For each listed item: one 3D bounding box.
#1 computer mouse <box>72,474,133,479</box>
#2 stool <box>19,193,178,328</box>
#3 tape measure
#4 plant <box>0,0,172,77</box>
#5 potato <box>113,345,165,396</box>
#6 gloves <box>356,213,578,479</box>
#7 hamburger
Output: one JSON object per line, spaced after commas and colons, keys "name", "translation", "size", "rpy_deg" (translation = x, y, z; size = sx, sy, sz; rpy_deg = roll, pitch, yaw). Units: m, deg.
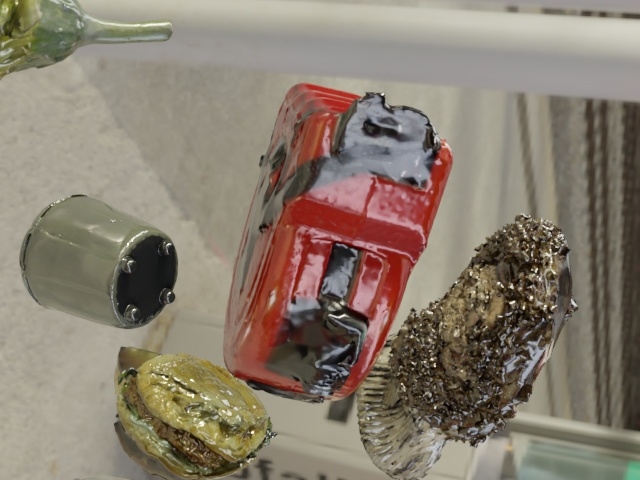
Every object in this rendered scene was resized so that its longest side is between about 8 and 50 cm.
{"name": "computer mouse", "translation": [-0.167, 0.358, 1.238], "size": [0.072, 0.310, 0.158], "rpy_deg": [62, 44, -59]}
{"name": "stool", "translation": [-0.171, 0.019, 0.881], "size": [0.096, 0.110, 0.096], "rpy_deg": [-32, 130, -48]}
{"name": "tape measure", "translation": [0.000, 0.000, 0.876], "size": [0.253, 0.114, 0.261], "rpy_deg": [-113, -139, -75]}
{"name": "plant", "translation": [-0.363, -0.242, 1.352], "size": [0.261, 0.306, 0.297], "rpy_deg": [-50, 130, 7]}
{"name": "potato", "translation": [-0.241, 0.207, 1.533], "size": [0.066, 0.096, 0.103], "rpy_deg": [-63, 164, -49]}
{"name": "gloves", "translation": [0.159, 0.106, 1.151], "size": [0.312, 0.135, 0.210], "rpy_deg": [-45, -170, 42]}
{"name": "hamburger", "translation": [-0.161, 0.221, 1.386], "size": [0.130, 0.183, 0.206], "rpy_deg": [-56, 166, 9]}
